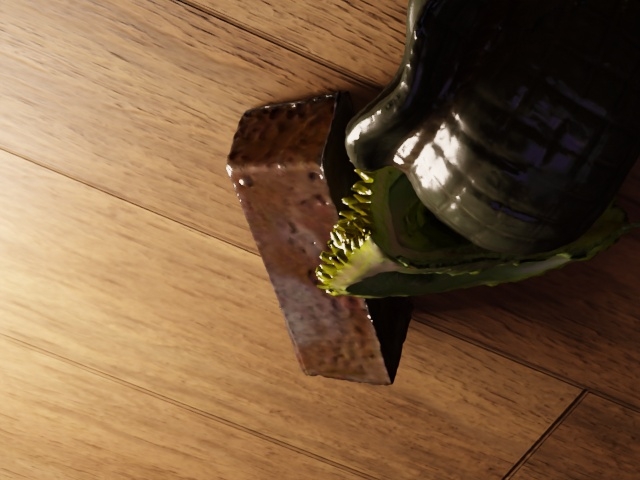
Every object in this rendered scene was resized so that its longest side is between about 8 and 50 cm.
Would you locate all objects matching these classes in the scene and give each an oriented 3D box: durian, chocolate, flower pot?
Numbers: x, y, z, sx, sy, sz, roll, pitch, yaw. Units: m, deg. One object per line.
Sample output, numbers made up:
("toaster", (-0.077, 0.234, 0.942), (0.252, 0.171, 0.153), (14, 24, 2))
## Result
("durian", (0.135, 0.003, 1.796), (0.355, 0.169, 0.157), (-6, 117, -36))
("chocolate", (0.000, 0.000, 1.897), (0.112, 0.112, 0.321), (0, 135, 19))
("flower pot", (0.169, -0.148, 1.626), (0.213, 0.302, 0.302), (28, 130, -4))
